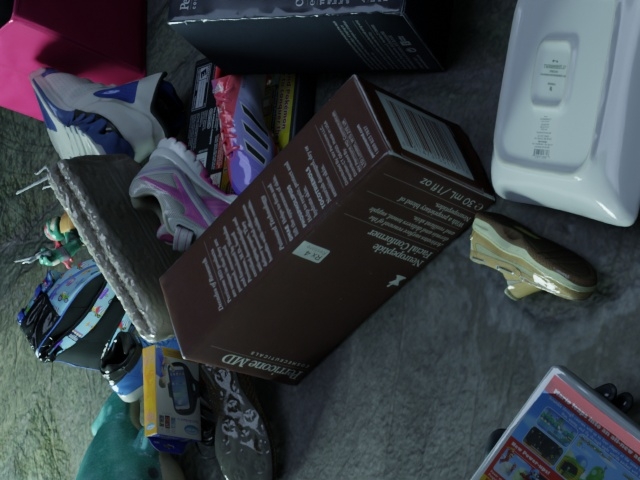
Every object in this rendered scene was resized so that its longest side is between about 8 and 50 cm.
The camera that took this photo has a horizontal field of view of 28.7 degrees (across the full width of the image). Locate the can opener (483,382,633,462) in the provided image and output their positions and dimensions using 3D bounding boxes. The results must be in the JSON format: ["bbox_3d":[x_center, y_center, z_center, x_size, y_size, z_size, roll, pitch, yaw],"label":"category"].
[{"bbox_3d":[0.238,0.200,1.266,0.186,0.059,0.073,-38,46,27],"label":"can opener"}]

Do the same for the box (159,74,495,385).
[{"bbox_3d":[0.000,0.000,1.500,0.381,0.191,0.143,-44,48,28],"label":"box"}]

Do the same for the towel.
[{"bbox_3d":[-0.247,0.007,1.688,0.049,0.187,0.282,-35,80,24],"label":"towel"}]

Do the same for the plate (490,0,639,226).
[{"bbox_3d":[0.255,-0.168,1.290,0.277,0.045,0.278,-158,75,-68],"label":"plate"}]

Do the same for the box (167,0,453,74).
[{"bbox_3d":[0.006,-0.399,1.579,0.312,0.179,0.343,3,76,23],"label":"box"}]

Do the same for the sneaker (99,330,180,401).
[{"bbox_3d":[-0.235,0.146,1.719,0.152,0.085,0.058,-40,39,-7],"label":"sneaker"}]

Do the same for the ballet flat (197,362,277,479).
[{"bbox_3d":[-0.109,0.209,1.612,0.084,0.058,0.250,-24,80,18],"label":"ballet flat"}]

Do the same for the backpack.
[{"bbox_3d":[-0.343,0.096,1.860,0.173,0.158,0.117,-55,50,13],"label":"backpack"}]

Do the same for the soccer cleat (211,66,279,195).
[{"bbox_3d":[-0.112,-0.172,1.705,0.083,0.095,0.248,-21,60,41],"label":"soccer cleat"}]

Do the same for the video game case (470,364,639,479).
[{"bbox_3d":[0.227,0.294,1.213,0.204,0.025,0.285,40,107,24],"label":"video game case"}]

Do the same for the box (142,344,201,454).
[{"bbox_3d":[-0.195,0.211,1.653,0.028,0.081,0.136,-23,63,35],"label":"box"}]

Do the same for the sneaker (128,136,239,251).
[{"bbox_3d":[-0.157,-0.019,1.675,0.252,0.103,0.111,40,69,14],"label":"sneaker"}]

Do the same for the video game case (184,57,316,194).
[{"bbox_3d":[-0.107,-0.157,1.794,0.248,0.035,0.275,-12,66,45],"label":"video game case"}]

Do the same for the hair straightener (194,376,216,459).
[{"bbox_3d":[-0.170,0.238,1.712,0.230,0.047,0.089,30,99,44],"label":"hair straightener"}]

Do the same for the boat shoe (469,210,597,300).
[{"bbox_3d":[0.225,0.032,1.349,0.190,0.068,0.072,41,118,57],"label":"boat shoe"}]

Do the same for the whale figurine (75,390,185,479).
[{"bbox_3d":[-0.283,0.321,1.713,0.216,0.141,0.272,-56,38,32],"label":"whale figurine"}]

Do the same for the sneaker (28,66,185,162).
[{"bbox_3d":[-0.313,-0.190,1.932,0.315,0.182,0.127,37,147,49],"label":"sneaker"}]

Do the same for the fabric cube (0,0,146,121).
[{"bbox_3d":[-0.465,-0.376,2.097,0.259,0.258,0.254,-24,58,40],"label":"fabric cube"}]

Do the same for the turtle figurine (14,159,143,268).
[{"bbox_3d":[-0.383,-0.044,1.989,0.234,0.118,0.175,-20,67,27],"label":"turtle figurine"}]
